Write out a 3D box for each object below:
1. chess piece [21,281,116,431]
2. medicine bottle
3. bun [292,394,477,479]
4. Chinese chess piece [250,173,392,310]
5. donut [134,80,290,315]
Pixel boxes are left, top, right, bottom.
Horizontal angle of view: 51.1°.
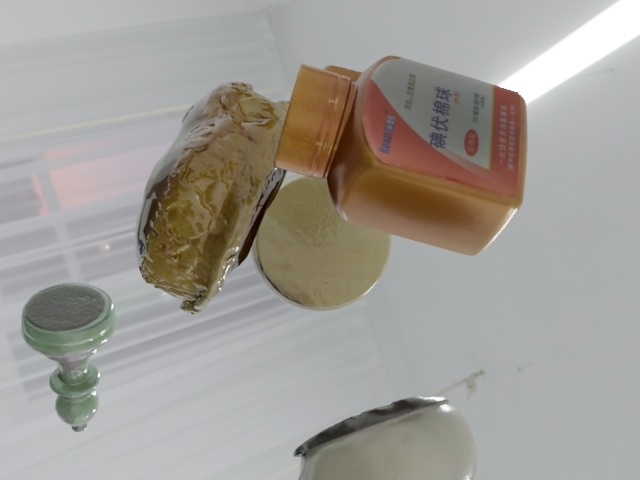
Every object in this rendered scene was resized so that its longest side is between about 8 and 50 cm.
[{"bbox_3d":[-0.402,0.212,1.087,0.139,0.139,0.271,47,-43,45],"label":"chess piece"},{"bbox_3d":[0.074,-0.090,0.642,0.112,0.222,0.149,112,-8,-58],"label":"medicine bottle"},{"bbox_3d":[0.068,0.224,0.622,0.172,0.173,0.119,118,-46,-57],"label":"bun"},{"bbox_3d":[0.000,0.000,1.182,0.097,0.251,0.250,179,-105,-83],"label":"Chinese chess piece"},{"bbox_3d":[-0.142,-0.067,0.897,0.160,0.329,0.330,30,-25,-9],"label":"donut"}]
